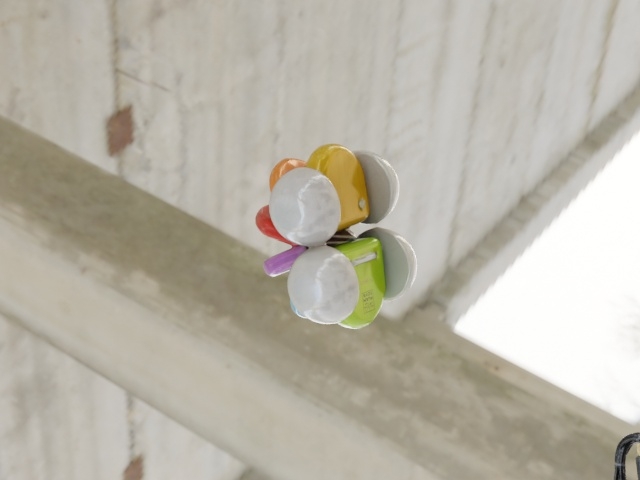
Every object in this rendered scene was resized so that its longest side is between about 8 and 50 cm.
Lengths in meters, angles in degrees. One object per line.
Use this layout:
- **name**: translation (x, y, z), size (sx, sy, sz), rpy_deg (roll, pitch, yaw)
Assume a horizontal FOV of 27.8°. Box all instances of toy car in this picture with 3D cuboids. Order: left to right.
- **toy car**: translation (0.000, 0.000, 1.275), size (0.159, 0.136, 0.182), rpy_deg (-19, -83, -53)

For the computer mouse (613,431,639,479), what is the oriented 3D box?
- **computer mouse**: translation (0.285, 0.281, 1.095), size (0.041, 0.242, 0.071), rpy_deg (14, -33, -41)
